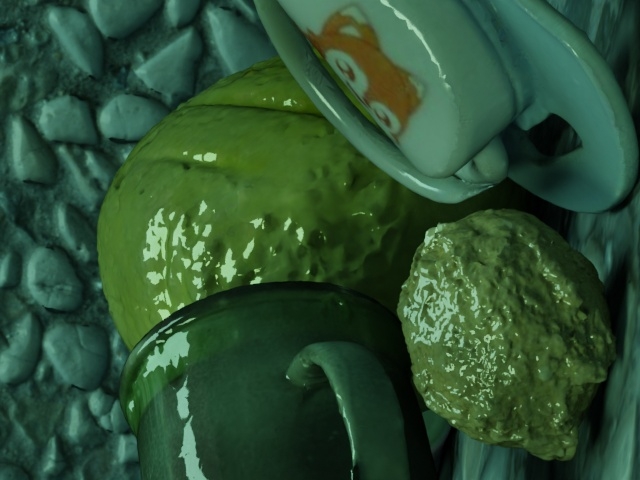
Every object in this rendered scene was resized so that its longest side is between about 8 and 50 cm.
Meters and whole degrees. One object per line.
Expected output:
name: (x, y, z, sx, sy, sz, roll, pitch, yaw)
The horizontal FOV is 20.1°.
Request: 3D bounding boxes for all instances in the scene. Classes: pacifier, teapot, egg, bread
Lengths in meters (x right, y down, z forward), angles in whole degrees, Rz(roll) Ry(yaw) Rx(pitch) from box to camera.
pacifier: (0.101, -0.160, 1.042, 0.233, 0.299, 0.244, -40, 5, -11)
teapot: (-0.004, 0.166, 0.992, 0.270, 0.200, 0.337, 104, 159, -47)
egg: (0.102, 0.051, 0.989, 0.118, 0.116, 0.140, -1, 108, 70)
bread: (-0.002, -0.011, 1.280, 0.320, 0.321, 0.237, -93, -6, -73)

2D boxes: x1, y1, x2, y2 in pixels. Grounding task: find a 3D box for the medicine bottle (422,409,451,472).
medicine bottle: (0.033, 0.176, 1.501, 0.168, 0.135, 0.135, 104, 174, -49)
